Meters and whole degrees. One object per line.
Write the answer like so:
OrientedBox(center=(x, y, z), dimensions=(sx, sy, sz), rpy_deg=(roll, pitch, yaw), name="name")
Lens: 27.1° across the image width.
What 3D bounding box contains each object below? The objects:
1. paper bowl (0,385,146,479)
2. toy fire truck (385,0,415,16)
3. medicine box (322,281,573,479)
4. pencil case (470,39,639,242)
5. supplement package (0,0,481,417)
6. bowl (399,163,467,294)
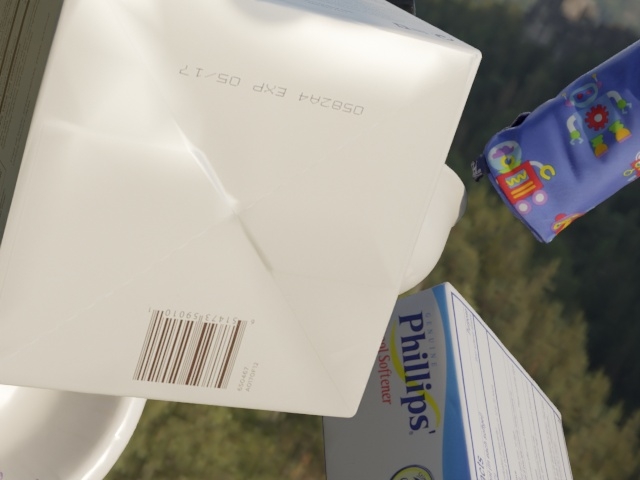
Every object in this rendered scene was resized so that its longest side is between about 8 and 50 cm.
OrientedBox(center=(-0.271, 0.067, 0.930), dimensions=(0.284, 0.284, 0.148), rpy_deg=(15, -8, -29), name="paper bowl")
OrientedBox(center=(0.000, -0.071, 1.155), dimensions=(0.158, 0.246, 0.217), rpy_deg=(-1, 47, -5), name="toy fire truck")
OrientedBox(center=(0.133, 0.234, 1.261), dimensions=(0.289, 0.149, 0.263), rpy_deg=(46, 30, -42), name="medicine box")
OrientedBox(center=(0.305, -0.128, 1.350), dimensions=(0.119, 0.306, 0.133), rpy_deg=(20, 37, -59), name="pencil case")
OrientedBox(center=(-0.088, -0.061, 0.698), dimensions=(0.199, 0.198, 0.262), rpy_deg=(10, 18, -28), name="supplement package")
OrientedBox(center=(0.000, 0.000, 1.394), dimensions=(0.297, 0.134, 0.298), rpy_deg=(7, -21, 3), name="bowl")
